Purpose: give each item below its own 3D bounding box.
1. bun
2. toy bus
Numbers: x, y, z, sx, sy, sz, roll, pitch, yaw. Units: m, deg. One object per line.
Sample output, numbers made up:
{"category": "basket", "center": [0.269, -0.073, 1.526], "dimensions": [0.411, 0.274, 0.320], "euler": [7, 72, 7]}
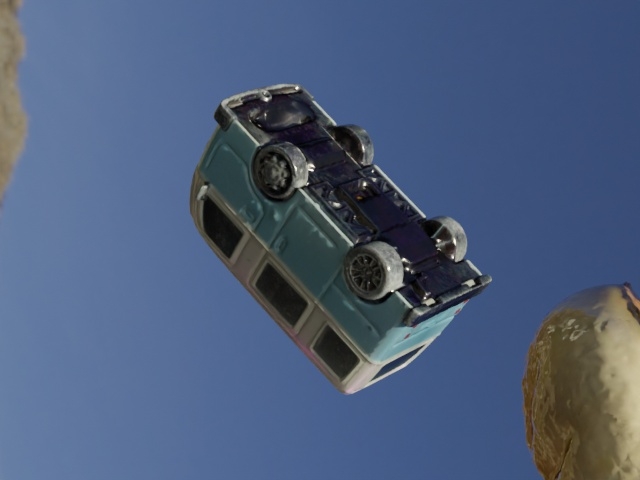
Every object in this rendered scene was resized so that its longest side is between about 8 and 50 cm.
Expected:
{"category": "bun", "center": [0.274, 0.191, 1.259], "dimensions": [0.164, 0.299, 0.299], "euler": [-35, -118, 14]}
{"category": "toy bus", "center": [0.000, 0.000, 0.602], "dimensions": [0.123, 0.060, 0.075], "euler": [47, -54, 18]}
